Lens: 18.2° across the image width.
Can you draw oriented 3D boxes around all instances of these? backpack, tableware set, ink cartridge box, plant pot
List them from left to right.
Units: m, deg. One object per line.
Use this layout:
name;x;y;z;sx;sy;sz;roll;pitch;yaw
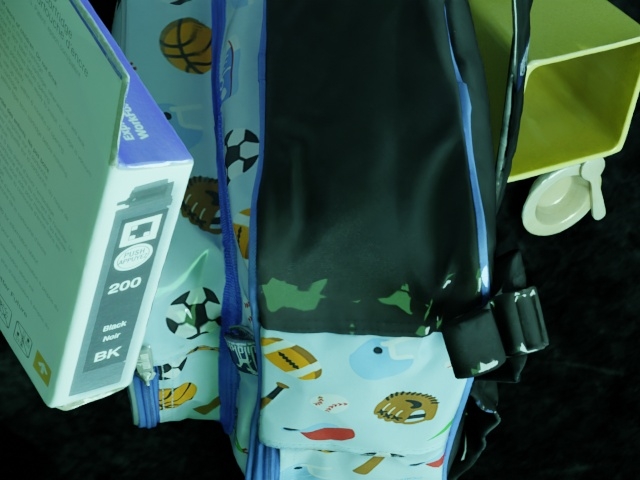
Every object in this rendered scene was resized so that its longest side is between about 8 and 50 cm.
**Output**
ink cartridge box;-0.122;-0.071;0.772;0.045;0.206;0.208;-21;152;-28
backpack;0.000;0.000;0.935;0.213;0.276;0.263;-1;145;6
tableware set;0.106;-0.038;1.160;0.169;0.020;0.141;-25;142;-14
plant pot;0.112;-0.093;1.054;0.081;0.083;0.081;-16;138;-26
